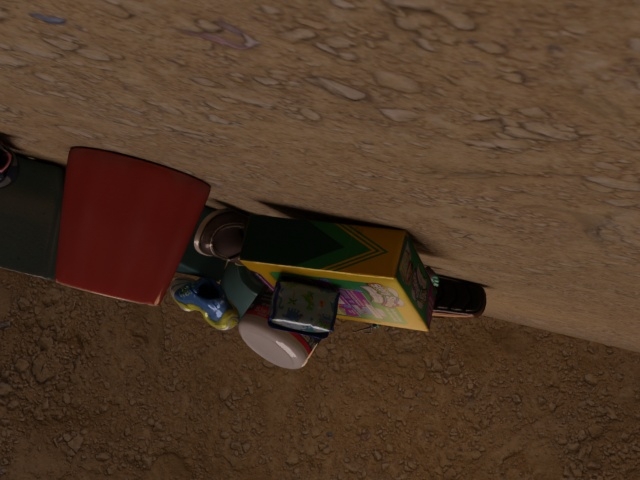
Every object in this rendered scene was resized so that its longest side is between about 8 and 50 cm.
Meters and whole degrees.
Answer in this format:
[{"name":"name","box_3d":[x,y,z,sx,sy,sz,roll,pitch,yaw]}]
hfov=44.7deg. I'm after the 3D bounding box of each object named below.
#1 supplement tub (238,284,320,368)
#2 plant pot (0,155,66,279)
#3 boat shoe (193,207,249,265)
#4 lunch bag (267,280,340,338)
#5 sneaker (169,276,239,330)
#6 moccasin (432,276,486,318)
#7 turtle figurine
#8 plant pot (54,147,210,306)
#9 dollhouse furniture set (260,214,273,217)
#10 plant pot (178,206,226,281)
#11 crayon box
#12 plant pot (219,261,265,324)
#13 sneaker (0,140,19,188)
[{"name":"supplement tub","box_3d":[-0.057,0.157,1.894,0.191,0.272,0.191,26,153,15]},{"name":"plant pot","box_3d":[-0.678,-0.058,1.769,0.248,0.252,0.247,15,174,-4]},{"name":"boat shoe","box_3d":[-0.177,0.004,1.783,0.097,0.116,0.324,28,-176,20]},{"name":"lunch bag","box_3d":[-0.036,0.136,1.526,0.129,0.096,0.151,13,173,-5]},{"name":"sneaker","box_3d":[-0.291,0.120,1.890,0.240,0.091,0.126,24,144,35]},{"name":"moccasin","box_3d":[0.273,0.147,2.188,0.380,0.139,0.147,4,164,8]},{"name":"turtle figurine","box_3d":[0.181,0.149,1.956,0.234,0.118,0.175,-26,178,-22]},{"name":"plant pot","box_3d":[-0.363,-0.017,1.437,0.275,0.243,0.275,14,174,1]},{"name":"dollhouse furniture set","box_3d":[-0.095,-0.012,1.782,0.076,0.058,0.152,12,174,22]},{"name":"plant pot","box_3d":[-0.348,-0.019,1.849,0.165,0.165,0.234,10,170,36]},{"name":"crayon box","box_3d":[0.051,0.072,1.589,0.313,0.106,0.363,6,161,20]},{"name":"plant pot","box_3d":[-0.162,0.111,2.290,0.272,0.271,0.255,14,160,-2]},{"name":"sneaker","box_3d":[-0.633,-0.147,1.476,0.131,0.112,0.319,16,176,7]}]
